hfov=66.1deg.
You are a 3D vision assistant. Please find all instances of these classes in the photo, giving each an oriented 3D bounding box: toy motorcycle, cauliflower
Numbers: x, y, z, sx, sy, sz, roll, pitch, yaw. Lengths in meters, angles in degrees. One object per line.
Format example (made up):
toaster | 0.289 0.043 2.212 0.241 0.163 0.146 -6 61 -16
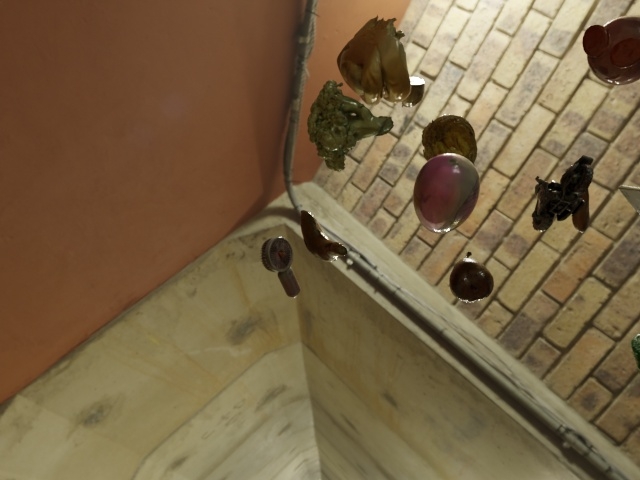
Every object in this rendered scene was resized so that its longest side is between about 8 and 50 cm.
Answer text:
toy motorcycle | 0.684 -0.143 1.401 0.270 0.106 0.159 108 179 -57
cauliflower | 0.079 -0.411 1.772 0.260 0.281 0.327 -41 -55 -42

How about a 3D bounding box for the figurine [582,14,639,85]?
figurine | 0.768 -0.476 1.239 0.173 0.173 0.173 -37 -29 -25

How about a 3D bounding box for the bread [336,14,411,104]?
bread | 0.213 -0.717 1.986 0.245 0.424 0.329 -11 -52 -8

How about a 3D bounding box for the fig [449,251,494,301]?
fig | 0.608 0.128 2.010 0.274 0.170 0.145 -76 -35 -54

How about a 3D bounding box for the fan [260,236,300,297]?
fan | -0.138 0.102 1.831 0.130 0.074 0.244 -44 -63 -44

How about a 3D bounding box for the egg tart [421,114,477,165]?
egg tart | 0.508 -0.376 1.955 0.232 0.252 0.098 -44 10 0

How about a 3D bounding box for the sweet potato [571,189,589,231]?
sweet potato | 0.797 -0.124 1.503 0.050 0.050 0.214 -26 -63 -40

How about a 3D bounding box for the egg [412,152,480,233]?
egg | 0.373 -0.131 1.470 0.196 0.196 0.271 -33 -45 -31

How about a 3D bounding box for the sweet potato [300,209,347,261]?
sweet potato | 0.003 0.007 1.534 0.079 0.346 0.108 -24 -61 -14

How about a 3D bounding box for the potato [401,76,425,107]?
potato | 0.447 -0.705 2.373 0.243 0.098 0.138 -54 -27 -57

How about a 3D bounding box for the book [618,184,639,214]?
book | 1.246 -0.107 1.780 0.021 0.217 0.310 -45 11 4

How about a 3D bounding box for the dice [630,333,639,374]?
dice | 0.971 0.342 1.400 0.131 0.128 0.120 63 -149 -20
